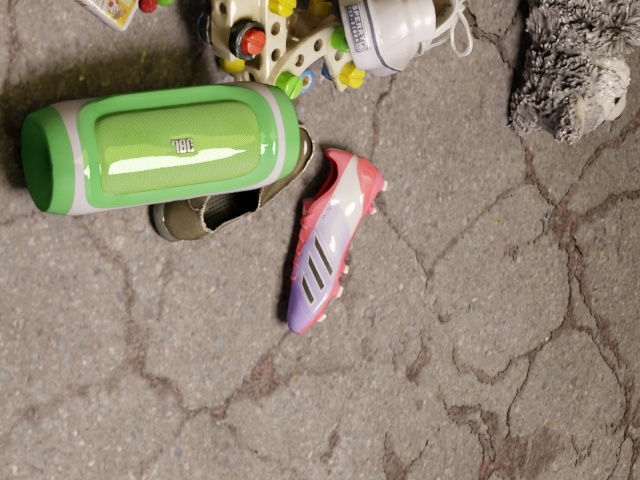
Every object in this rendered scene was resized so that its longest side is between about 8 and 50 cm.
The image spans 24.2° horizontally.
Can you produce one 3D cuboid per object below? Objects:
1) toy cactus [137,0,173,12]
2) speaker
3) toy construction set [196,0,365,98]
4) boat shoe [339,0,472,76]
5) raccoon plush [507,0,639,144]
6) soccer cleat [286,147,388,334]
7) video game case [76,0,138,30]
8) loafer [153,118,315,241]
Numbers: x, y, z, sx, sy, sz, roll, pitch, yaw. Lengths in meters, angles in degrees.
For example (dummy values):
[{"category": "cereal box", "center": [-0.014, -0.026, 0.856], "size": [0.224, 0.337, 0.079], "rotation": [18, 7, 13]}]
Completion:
[{"category": "toy cactus", "center": [-0.221, -0.321, 1.557], "size": [0.112, 0.180, 0.219], "rotation": [-35, 118, -11]}, {"category": "speaker", "center": [-0.177, -0.106, 1.671], "size": [0.296, 0.131, 0.131], "rotation": [-10, 106, -27]}, {"category": "toy construction set", "center": [-0.051, -0.310, 1.768], "size": [0.215, 0.151, 0.328], "rotation": [-26, 116, -38]}, {"category": "boat shoe", "center": [0.122, -0.282, 1.818], "size": [0.367, 0.156, 0.136], "rotation": [-39, 116, -79]}, {"category": "raccoon plush", "center": [0.303, -0.348, 2.142], "size": [0.446, 0.216, 0.299], "rotation": [40, 85, -9]}, {"category": "soccer cleat", "center": [0.000, 0.000, 1.949], "size": [0.095, 0.083, 0.248], "rotation": [27, 84, -14]}, {"category": "video game case", "center": [-0.244, -0.382, 1.656], "size": [0.206, 0.026, 0.227], "rotation": [36, 73, -42]}, {"category": "loafer", "center": [-0.088, -0.068, 1.828], "size": [0.251, 0.087, 0.094], "rotation": [-39, 123, -32]}]
